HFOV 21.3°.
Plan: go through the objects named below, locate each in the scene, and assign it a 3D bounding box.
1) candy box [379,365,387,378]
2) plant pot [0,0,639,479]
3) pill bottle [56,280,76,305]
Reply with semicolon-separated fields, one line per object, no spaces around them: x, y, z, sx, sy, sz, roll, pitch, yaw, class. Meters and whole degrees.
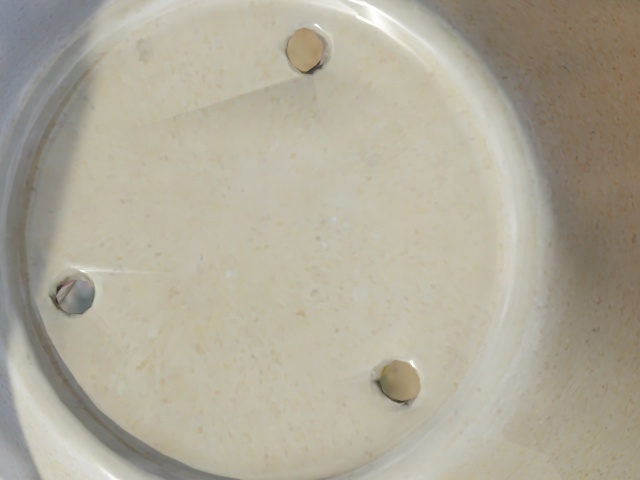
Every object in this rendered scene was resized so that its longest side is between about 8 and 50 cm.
0.038;0.015;1.295;0.105;0.027;0.206;41;118;27;candy box
0.000;0.000;0.473;0.191;0.284;0.284;5;-99;-80;plant pot
-0.260;0.038;1.088;0.283;0.160;0.160;-51;40;38;pill bottle
